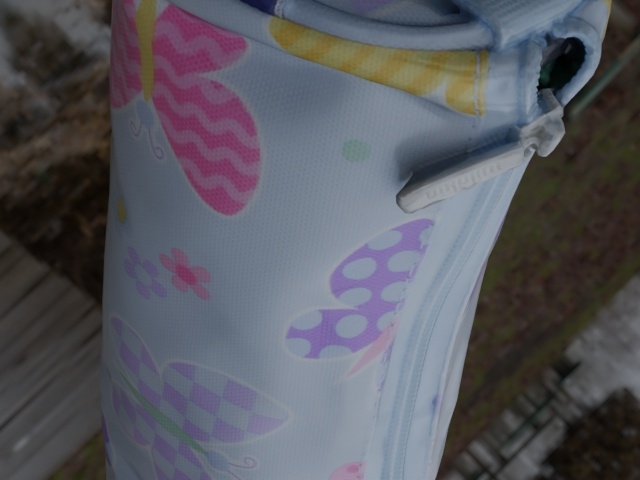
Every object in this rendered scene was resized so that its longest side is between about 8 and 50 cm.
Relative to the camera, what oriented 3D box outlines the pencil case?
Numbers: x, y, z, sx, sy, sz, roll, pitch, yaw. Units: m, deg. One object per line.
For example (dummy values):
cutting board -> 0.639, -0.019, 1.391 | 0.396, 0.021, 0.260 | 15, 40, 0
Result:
pencil case -> 0.000, 0.000, 0.468 | 0.113, 0.124, 0.273 | -45, 160, -37
